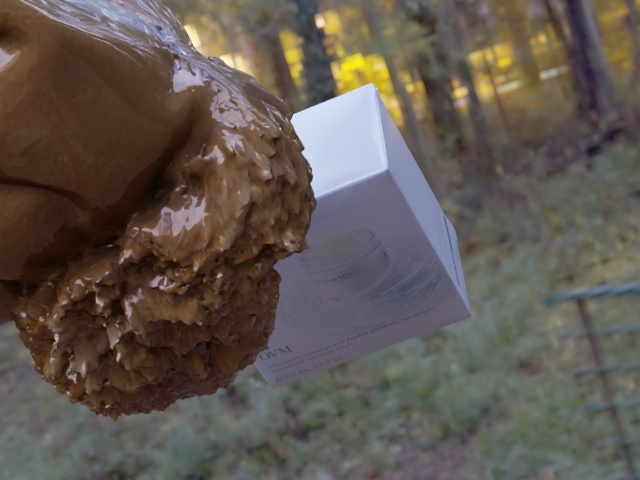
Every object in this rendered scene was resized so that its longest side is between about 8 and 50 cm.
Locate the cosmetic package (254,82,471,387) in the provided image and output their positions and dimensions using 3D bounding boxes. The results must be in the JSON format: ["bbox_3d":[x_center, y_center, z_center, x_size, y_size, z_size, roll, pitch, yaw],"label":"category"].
[{"bbox_3d":[0.000,0.000,1.590,0.224,0.225,0.138,-21,41,14],"label":"cosmetic package"}]

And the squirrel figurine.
[{"bbox_3d":[-0.213,0.001,1.151,0.370,0.397,0.281,-57,7,15],"label":"squirrel figurine"}]
